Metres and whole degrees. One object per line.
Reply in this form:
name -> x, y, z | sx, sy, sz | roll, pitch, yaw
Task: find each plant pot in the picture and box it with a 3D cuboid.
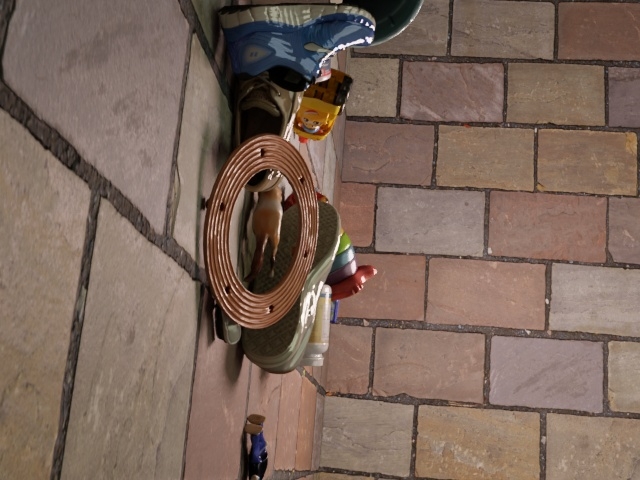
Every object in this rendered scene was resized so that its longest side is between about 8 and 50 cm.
plant pot -> 0.092, -0.732, 2.272 | 0.334, 0.342, 0.341 | -93, -178, -56

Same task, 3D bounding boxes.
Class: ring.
ring -> -0.102, -0.016, 1.481 | 0.337, 0.032, 0.336 | -19, 113, -57

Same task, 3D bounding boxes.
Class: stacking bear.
stacking bear -> 0.000, 0.000, 2.222 | 0.288, 0.164, 0.175 | 66, 29, -10

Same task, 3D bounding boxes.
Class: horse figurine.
horse figurine -> -0.112, -0.039, 1.764 | 0.174, 0.066, 0.263 | 95, 0, -49

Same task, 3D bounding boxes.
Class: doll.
doll -> -0.137, 0.474, 1.875 | 0.129, 0.046, 0.188 | -71, 163, -67

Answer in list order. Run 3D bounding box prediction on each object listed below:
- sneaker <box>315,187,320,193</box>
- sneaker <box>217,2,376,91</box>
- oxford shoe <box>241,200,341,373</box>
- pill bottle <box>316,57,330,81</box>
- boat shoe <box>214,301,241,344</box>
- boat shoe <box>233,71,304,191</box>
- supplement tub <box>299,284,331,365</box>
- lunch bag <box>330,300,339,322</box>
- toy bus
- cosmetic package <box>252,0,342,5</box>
sneaker -> -0.043, -0.116, 2.404 | 0.071, 0.083, 0.190 | -60, -156, 13
sneaker -> -0.035, -0.333, 1.475 | 0.330, 0.130, 0.147 | -16, 112, -40
oxford shoe -> -0.063, 0.097, 1.847 | 0.130, 0.169, 0.449 | 81, 20, -51
pill bottle -> -0.027, -0.494, 2.140 | 0.108, 0.108, 0.180 | -75, 167, -63
boat shoe -> -0.163, 0.117, 1.473 | 0.046, 0.038, 0.125 | -26, 119, -45
boat shoe -> -0.093, -0.255, 1.545 | 0.110, 0.122, 0.340 | -48, 142, -82
supplement tub -> -0.049, 0.204, 2.114 | 0.144, 0.145, 0.199 | 37, 57, -83
lunch bag -> -0.009, 0.173, 2.575 | 0.096, 0.129, 0.151 | 79, 17, -62
toy bus -> -0.016, -0.341, 2.289 | 0.220, 0.150, 0.211 | -74, -178, -57
cosmetic package -> -0.038, -0.521, 1.780 | 0.309, 0.160, 0.113 | -81, 171, -51
